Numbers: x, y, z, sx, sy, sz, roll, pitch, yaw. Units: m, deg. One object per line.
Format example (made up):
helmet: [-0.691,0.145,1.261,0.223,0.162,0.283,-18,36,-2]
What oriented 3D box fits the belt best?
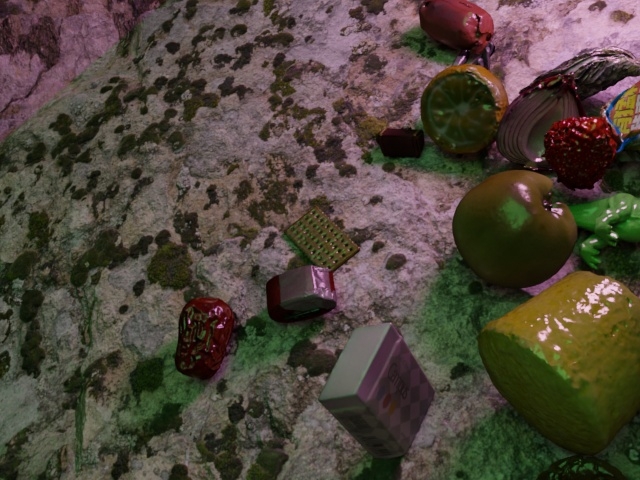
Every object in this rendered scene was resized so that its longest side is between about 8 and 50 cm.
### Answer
belt: [-0.053,0.157,1.949,0.201,0.128,0.124,-18,55,16]

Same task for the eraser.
eraser: [0.137,0.345,1.580,0.082,0.396,0.213,17,67,32]

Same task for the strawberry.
strawberry: [0.658,-0.234,1.791,0.184,0.201,0.186,22,73,6]

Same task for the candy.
candy: [0.411,-0.376,2.037,0.260,0.259,0.118,13,21,29]

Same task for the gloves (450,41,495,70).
gloves: [0.433,-0.492,2.177,0.285,0.119,0.142,-48,64,6]

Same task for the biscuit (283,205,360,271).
biscuit: [0.000,0.000,2.101,0.139,0.016,0.231,-39,53,-6]

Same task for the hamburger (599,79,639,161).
hamburger: [0.861,-0.303,1.815,0.260,0.150,0.276,-50,24,5]

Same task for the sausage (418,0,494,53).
sausage: [0.434,-0.699,2.288,0.152,0.152,0.280,-44,52,-8]

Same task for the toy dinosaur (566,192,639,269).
toy dinosaur: [0.765,-0.105,1.802,0.375,0.143,0.500,-25,39,-12]

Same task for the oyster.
oyster: [0.718,-0.447,1.966,0.351,0.158,0.162,-13,28,32]

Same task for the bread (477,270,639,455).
bread: [0.543,0.256,1.523,0.308,0.348,0.348,-34,52,-15]

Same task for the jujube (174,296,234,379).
jujube: [-0.328,0.271,1.984,0.155,0.155,0.230,3,70,24]

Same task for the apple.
apple: [0.463,-0.037,1.764,0.258,0.234,0.294,-49,42,47]

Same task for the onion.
onion: [0.606,-0.333,1.922,0.227,0.283,0.120,17,29,-8]

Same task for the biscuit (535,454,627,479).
biscuit: [0.540,0.549,1.451,0.226,0.042,0.225,-1,88,23]

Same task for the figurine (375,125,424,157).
figurine: [0.241,-0.314,2.170,0.155,0.082,0.098,8,49,27]
